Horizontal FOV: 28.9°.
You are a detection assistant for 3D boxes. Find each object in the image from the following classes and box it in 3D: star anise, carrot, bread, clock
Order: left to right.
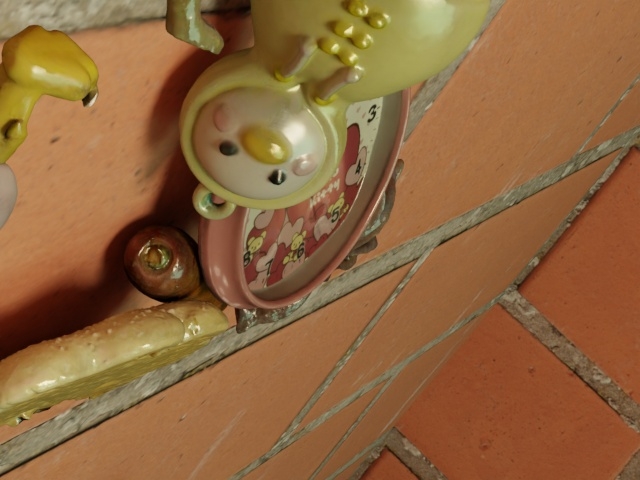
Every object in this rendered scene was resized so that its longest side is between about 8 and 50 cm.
[{"bbox_3d":[-0.161,0.085,0.880,0.181,0.039,0.251,-28,173,22],"label":"bread"},{"bbox_3d":[-0.107,0.030,0.981,0.059,0.059,0.248,-45,169,-4],"label":"carrot"},{"bbox_3d":[-0.013,-0.057,0.941,0.244,0.056,0.244,-45,152,-33],"label":"clock"},{"bbox_3d":[0.005,-0.008,1.161,0.212,0.073,0.197,-34,165,-49],"label":"star anise"}]

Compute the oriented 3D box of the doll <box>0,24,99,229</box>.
[{"bbox_3d":[-0.239,0.043,0.565,0.365,0.094,0.160,-53,161,23],"label":"doll"}]

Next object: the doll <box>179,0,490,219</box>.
[{"bbox_3d":[0.004,-0.115,0.737,0.296,0.141,0.117,-56,-161,26],"label":"doll"}]

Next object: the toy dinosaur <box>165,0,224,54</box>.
[{"bbox_3d":[-0.059,-0.191,0.540,0.251,0.072,0.200,10,113,-59],"label":"toy dinosaur"}]
